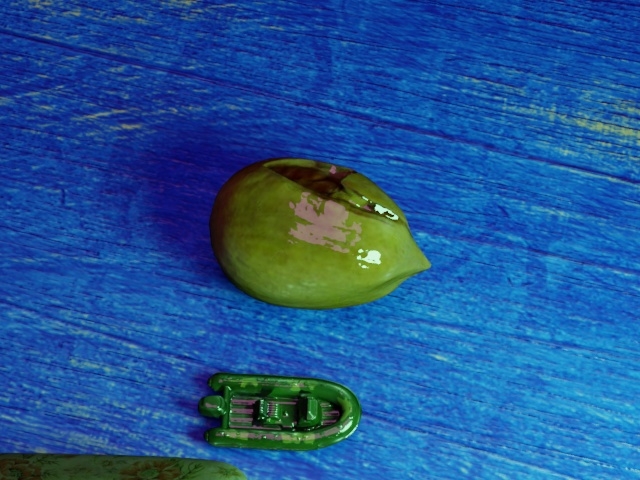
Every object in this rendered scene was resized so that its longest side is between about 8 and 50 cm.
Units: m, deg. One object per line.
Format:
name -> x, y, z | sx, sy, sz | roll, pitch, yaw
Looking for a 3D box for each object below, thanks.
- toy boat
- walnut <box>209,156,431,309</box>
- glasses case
toy boat -> -0.052, 0.219, 1.937 | 0.210, 0.052, 0.104 | 3, 58, -1
walnut -> 0.000, 0.000, 1.990 | 0.298, 0.203, 0.203 | 16, 61, 4
glasses case -> -0.287, 0.323, 1.787 | 0.425, 0.098, 0.156 | 0, 35, 12
